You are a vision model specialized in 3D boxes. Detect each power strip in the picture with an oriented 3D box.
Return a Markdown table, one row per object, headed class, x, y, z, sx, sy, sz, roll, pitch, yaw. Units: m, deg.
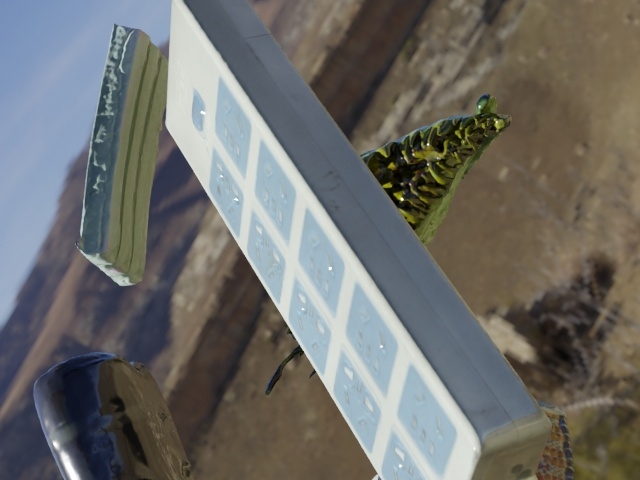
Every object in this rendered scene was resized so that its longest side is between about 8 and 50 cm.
| class | x | y | z | sx | sy | sz | roll | pitch | yaw |
| --- | --- | --- | --- | --- | --- | --- | --- | --- | --- |
| power strip | 0.000 | 0.000 | 0.748 | 0.043 | 0.367 | 0.106 | -16 | -40 | -23 |

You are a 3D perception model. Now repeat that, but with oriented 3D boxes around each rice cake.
| class | x | y | z | sx | sy | sz | roll | pitch | yaw |
| --- | --- | --- | --- | --- | --- | --- | --- | --- | --- |
| rice cake | -0.189 | -0.082 | 1.410 | 0.127 | 0.043 | 0.237 | 50 | -133 | -72 |

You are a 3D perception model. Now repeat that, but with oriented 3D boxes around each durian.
| class | x | y | z | sx | sy | sz | roll | pitch | yaw |
| --- | --- | --- | --- | --- | --- | --- | --- | --- | --- |
| durian | 0.036 | -0.006 | 1.221 | 0.132 | 0.106 | 0.375 | -39 | -11 | -50 |

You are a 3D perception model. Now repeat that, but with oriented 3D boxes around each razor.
| class | x | y | z | sx | sy | sz | roll | pitch | yaw |
| --- | --- | --- | --- | --- | --- | --- | --- | --- | --- |
| razor | -0.154 | 0.267 | 1.379 | 0.113 | 0.349 | 0.204 | -30 | -14 | -2 |

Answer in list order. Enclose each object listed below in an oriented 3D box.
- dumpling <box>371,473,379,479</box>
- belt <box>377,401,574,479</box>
| class | x | y | z | sx | sy | sz | roll | pitch | yaw |
| --- | --- | --- | --- | --- | --- | --- | --- | --- | --- |
| dumpling | 0.108 | 0.288 | 1.525 | 0.108 | 0.127 | 0.188 | -40 | -5 | -25 |
| belt | 0.129 | 0.245 | 1.278 | 0.257 | 0.150 | 0.207 | -85 | 18 | -59 |
